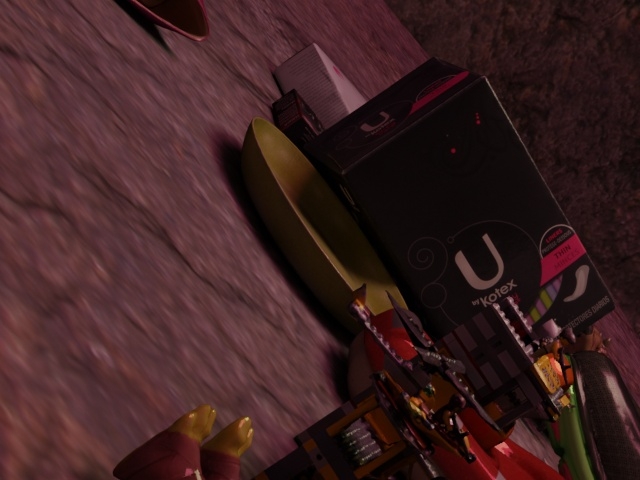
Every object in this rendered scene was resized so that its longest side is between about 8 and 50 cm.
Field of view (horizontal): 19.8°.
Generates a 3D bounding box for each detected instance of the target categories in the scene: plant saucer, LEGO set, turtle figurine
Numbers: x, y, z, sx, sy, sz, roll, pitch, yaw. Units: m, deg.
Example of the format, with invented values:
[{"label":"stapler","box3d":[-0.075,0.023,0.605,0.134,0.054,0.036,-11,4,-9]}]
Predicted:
[{"label":"plant saucer","box3d":[0.000,0.000,1.586,0.241,0.037,0.241,52,11,-14]},{"label":"LEGO set","box3d":[0.108,0.158,1.165,0.255,0.192,0.331,58,11,14]},{"label":"turtle figurine","box3d":[-0.002,0.186,0.886,0.217,0.087,0.269,51,17,20]}]

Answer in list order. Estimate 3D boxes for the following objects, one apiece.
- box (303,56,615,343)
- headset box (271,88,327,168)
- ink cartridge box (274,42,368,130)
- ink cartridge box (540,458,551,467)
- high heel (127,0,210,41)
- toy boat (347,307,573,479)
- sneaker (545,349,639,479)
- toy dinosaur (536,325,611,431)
[{"label":"box","box3d":[0.132,-0.014,1.743,0.270,0.165,0.143,57,-5,-19]},{"label":"headset box","box3d":[-0.016,-0.109,1.866,0.062,0.032,0.083,50,10,-25]},{"label":"ink cartridge box","box3d":[0.100,-0.019,2.012,0.324,0.071,0.330,45,13,-43]},{"label":"ink cartridge box","box3d":[0.243,0.268,1.863,0.083,0.028,0.048,50,12,-23]},{"label":"high heel","box3d":[-0.154,-0.234,1.519,0.117,0.082,0.244,47,-4,11]},{"label":"toy boat","box3d":[0.134,0.138,1.449,0.231,0.151,0.151,52,11,-13]},{"label":"sneaker","box3d":[0.386,0.276,1.718,0.483,0.202,0.185,48,3,-4]},{"label":"toy dinosaur","box3d":[0.302,0.179,2.152,0.295,0.127,0.200,53,10,-35]}]
